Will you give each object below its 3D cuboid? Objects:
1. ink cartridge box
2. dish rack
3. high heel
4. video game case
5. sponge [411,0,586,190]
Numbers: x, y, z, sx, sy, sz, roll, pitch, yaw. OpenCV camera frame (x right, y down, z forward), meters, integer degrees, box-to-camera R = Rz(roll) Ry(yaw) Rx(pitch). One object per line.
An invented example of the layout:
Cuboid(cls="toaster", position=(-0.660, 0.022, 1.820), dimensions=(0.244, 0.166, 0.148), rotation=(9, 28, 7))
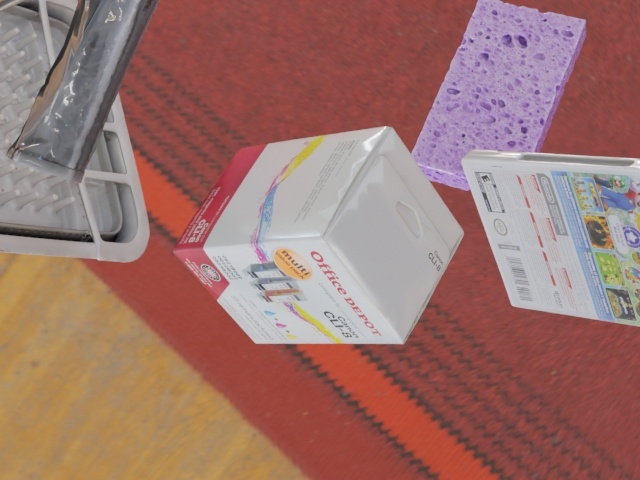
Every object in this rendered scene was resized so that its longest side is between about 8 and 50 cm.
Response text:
Cuboid(cls="ink cartridge box", position=(0.000, 0.000, 1.057), dimensions=(0.176, 0.128, 0.127), rotation=(-5, 43, 44))
Cuboid(cls="dish rack", position=(-0.303, -0.112, 1.160), dimensions=(0.072, 0.333, 0.285), rotation=(-21, 76, 27))
Cuboid(cls="high heel", position=(-0.189, -0.156, 0.588), dimensions=(0.093, 0.261, 0.186), rotation=(22, 89, 59))
Cuboid(cls="video game case", position=(0.125, 0.001, 0.572), dimensions=(0.122, 0.011, 0.087), rotation=(8, 130, 45))
Cuboid(cls="sponge", position=(0.181, -0.145, 1.303), dimensions=(0.117, 0.031, 0.210), rotation=(18, 69, 18))
